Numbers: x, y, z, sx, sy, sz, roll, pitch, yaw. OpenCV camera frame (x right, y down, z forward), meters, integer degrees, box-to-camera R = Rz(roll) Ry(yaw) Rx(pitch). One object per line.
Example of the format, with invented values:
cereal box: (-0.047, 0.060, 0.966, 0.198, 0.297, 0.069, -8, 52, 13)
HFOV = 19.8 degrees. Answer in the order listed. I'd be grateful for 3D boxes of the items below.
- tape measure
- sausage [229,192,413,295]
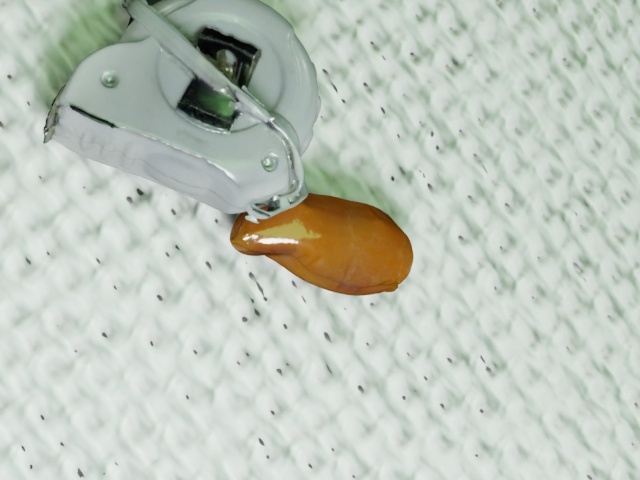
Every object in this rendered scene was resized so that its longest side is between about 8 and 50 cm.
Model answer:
tape measure: (-0.102, -0.131, 1.634, 0.236, 0.120, 0.197, 23, 64, -5)
sausage: (0.000, 0.000, 1.685, 0.179, 0.089, 0.089, 15, 78, -25)
